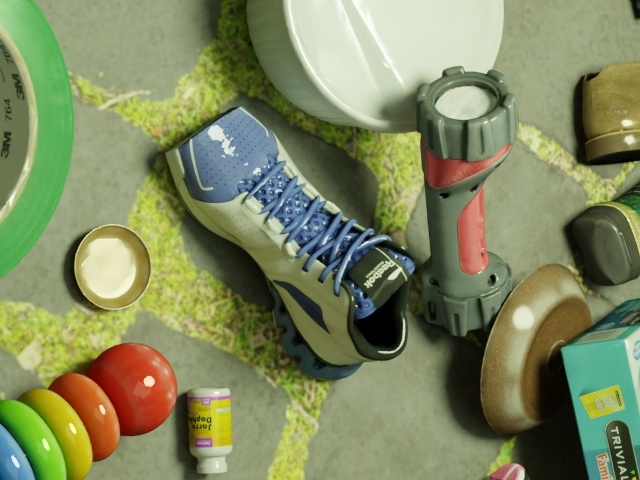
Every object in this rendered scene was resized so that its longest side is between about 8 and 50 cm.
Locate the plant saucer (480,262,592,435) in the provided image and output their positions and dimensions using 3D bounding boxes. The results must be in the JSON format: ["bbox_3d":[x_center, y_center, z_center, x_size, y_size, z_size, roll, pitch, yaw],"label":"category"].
[{"bbox_3d":[0.246,0.124,1.954,0.199,0.036,0.198,-24,123,-45],"label":"plant saucer"}]

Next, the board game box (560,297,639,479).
[{"bbox_3d":[0.375,0.248,1.986,0.254,0.079,0.336,-23,101,-62],"label":"board game box"}]

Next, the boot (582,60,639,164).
[{"bbox_3d":[0.438,-0.160,2.107,0.305,0.112,0.115,-4,79,-30],"label":"boot"}]

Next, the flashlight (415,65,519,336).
[{"bbox_3d":[0.157,-0.033,1.833,0.103,0.103,0.304,-39,140,-28],"label":"flashlight"}]

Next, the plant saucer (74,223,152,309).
[{"bbox_3d":[-0.204,0.026,1.735,0.083,0.015,0.083,2,87,-33],"label":"plant saucer"}]

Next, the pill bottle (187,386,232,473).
[{"bbox_3d":[-0.109,0.188,1.769,0.043,0.043,0.083,-2,88,-32],"label":"pill bottle"}]

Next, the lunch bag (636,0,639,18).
[{"bbox_3d":[0.420,-0.298,2.119,0.098,0.067,0.065,-19,98,-33],"label":"lunch bag"}]

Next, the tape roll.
[{"bbox_3d":[-0.368,-0.101,1.563,0.321,0.077,0.321,-8,101,-42],"label":"tape roll"}]

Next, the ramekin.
[{"bbox_3d":[0.046,-0.239,1.843,0.273,0.127,0.272,2,86,-33],"label":"ramekin"}]

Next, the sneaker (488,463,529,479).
[{"bbox_3d":[0.200,0.329,1.948,0.075,0.063,0.170,22,81,-29],"label":"sneaker"}]

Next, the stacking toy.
[{"bbox_3d":[-0.269,0.191,1.632,0.330,0.141,0.141,-30,103,-37],"label":"stacking toy"}]

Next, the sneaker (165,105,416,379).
[{"bbox_3d":[0.001,0.001,1.768,0.127,0.182,0.315,-42,109,-28],"label":"sneaker"}]

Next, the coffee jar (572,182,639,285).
[{"bbox_3d":[0.377,-0.020,2.069,0.184,0.079,0.096,-27,105,-31],"label":"coffee jar"}]
